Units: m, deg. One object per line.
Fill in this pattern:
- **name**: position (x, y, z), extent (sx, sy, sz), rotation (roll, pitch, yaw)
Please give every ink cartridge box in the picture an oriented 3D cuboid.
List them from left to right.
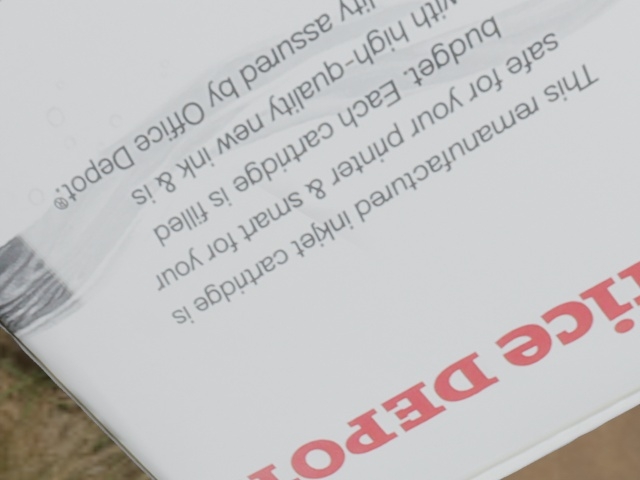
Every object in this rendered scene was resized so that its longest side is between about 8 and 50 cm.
- **ink cartridge box**: position (-0.016, -0.075, 0.409), extent (0.289, 0.211, 0.121), rotation (51, 20, -24)
